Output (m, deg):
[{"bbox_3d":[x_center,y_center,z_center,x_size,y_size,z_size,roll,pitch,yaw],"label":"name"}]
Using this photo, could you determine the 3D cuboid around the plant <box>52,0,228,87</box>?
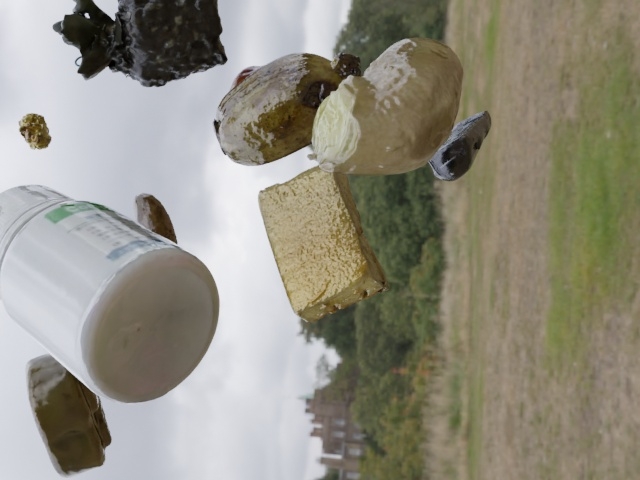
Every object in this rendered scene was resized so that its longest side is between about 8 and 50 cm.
[{"bbox_3d":[-0.347,-0.411,1.539,0.213,0.312,0.215,83,168,-54],"label":"plant"}]

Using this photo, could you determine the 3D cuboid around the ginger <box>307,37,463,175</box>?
[{"bbox_3d":[0.093,-0.158,0.953,0.267,0.152,0.138,-36,-33,-44],"label":"ginger"}]

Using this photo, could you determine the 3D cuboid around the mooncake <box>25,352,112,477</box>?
[{"bbox_3d":[-0.470,0.309,1.497,0.235,0.117,0.235,162,90,-77],"label":"mooncake"}]

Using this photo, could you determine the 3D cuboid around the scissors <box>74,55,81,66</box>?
[{"bbox_3d":[-0.476,-0.399,1.752,0.058,0.119,0.014,51,157,14],"label":"scissors"}]

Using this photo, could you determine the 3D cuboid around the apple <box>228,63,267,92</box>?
[{"bbox_3d":[-0.084,-0.276,1.574,0.201,0.201,0.162,-52,-58,-79],"label":"apple"}]

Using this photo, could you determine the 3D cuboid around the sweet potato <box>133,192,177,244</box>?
[{"bbox_3d":[-0.325,0.082,1.512,0.092,0.114,0.342,154,126,-76],"label":"sweet potato"}]

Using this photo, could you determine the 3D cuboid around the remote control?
[{"bbox_3d":[0.256,-0.170,1.420,0.066,0.090,0.266,62,-150,-10],"label":"remote control"}]

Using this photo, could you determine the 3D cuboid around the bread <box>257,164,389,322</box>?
[{"bbox_3d":[0.000,0.000,1.572,0.275,0.184,0.114,70,-168,20],"label":"bread"}]

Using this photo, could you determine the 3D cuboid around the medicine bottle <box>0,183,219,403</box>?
[{"bbox_3d":[-0.209,0.036,0.710,0.139,0.236,0.139,-21,-59,-39],"label":"medicine bottle"}]

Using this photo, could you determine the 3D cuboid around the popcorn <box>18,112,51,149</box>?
[{"bbox_3d":[-0.625,-0.237,1.758,0.083,0.057,0.082,-112,6,-47],"label":"popcorn"}]

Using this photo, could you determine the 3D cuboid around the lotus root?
[{"bbox_3d":[-0.050,-0.211,1.239,0.128,0.260,0.145,45,-159,-56],"label":"lotus root"}]
